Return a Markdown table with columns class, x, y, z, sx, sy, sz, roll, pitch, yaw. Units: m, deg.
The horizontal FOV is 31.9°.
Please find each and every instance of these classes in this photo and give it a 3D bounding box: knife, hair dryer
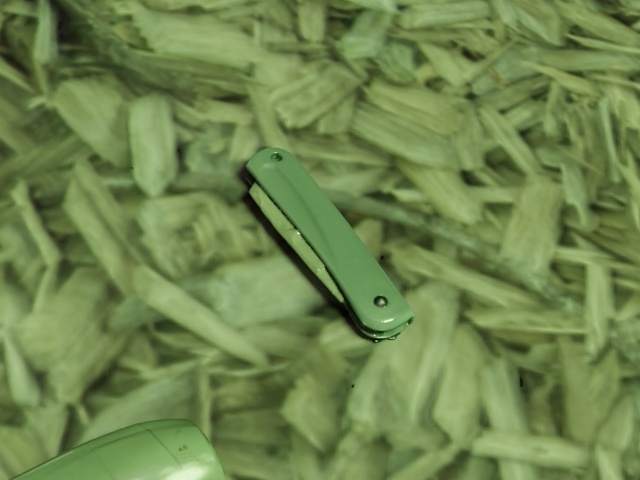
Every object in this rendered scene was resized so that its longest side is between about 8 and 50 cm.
| class | x | y | z | sx | sy | sz | roll | pitch | yaw |
| --- | --- | --- | --- | --- | --- | --- | --- | --- | --- |
| knife | 0.000 | 0.000 | 0.725 | 0.044 | 0.023 | 0.162 | -22 | 58 | -26 |
| hair dryer | -0.117 | 0.217 | 0.526 | 0.206 | 0.075 | 0.237 | -19 | 65 | -14 |
